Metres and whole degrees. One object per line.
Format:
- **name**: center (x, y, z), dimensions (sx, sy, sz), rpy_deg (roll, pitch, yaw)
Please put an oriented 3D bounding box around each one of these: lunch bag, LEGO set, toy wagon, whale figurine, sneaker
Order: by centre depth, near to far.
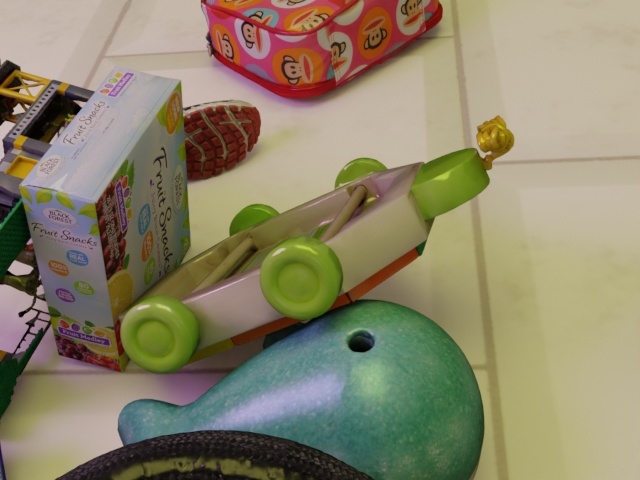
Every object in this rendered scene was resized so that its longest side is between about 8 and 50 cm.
- **whale figurine**: center (-0.018, 0.126, 0.608), dimensions (0.272, 0.141, 0.216), rpy_deg (-7, 42, -3)
- **toy wagon**: center (0.000, 0.000, 0.686), dimensions (0.344, 0.068, 0.267), rpy_deg (-22, 12, 19)
- **LEGO set**: center (-0.323, -0.020, 0.742), dimensions (0.192, 0.255, 0.331), rpy_deg (17, 52, 2)
- **sneaker**: center (-0.178, -0.119, 0.952), dimensions (0.225, 0.088, 0.092), rpy_deg (-14, 41, -7)
- **lunch bag**: center (-0.009, -0.320, 1.125), dimensions (0.293, 0.120, 0.258), rpy_deg (-35, 48, -27)

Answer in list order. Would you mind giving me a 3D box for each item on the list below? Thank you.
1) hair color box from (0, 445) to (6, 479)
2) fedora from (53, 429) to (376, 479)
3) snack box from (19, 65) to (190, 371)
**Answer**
- **hair color box**: center (-0.350, 0.188, 0.498), dimensions (0.185, 0.110, 0.339), rpy_deg (-4, 6, 5)
- **fedora**: center (-0.050, 0.271, 0.443), dimensions (0.334, 0.152, 0.334), rpy_deg (-1, 47, 1)
- **snack box**: center (-0.178, -0.018, 0.744), dimensions (0.070, 0.207, 0.174), rpy_deg (14, 44, 7)
